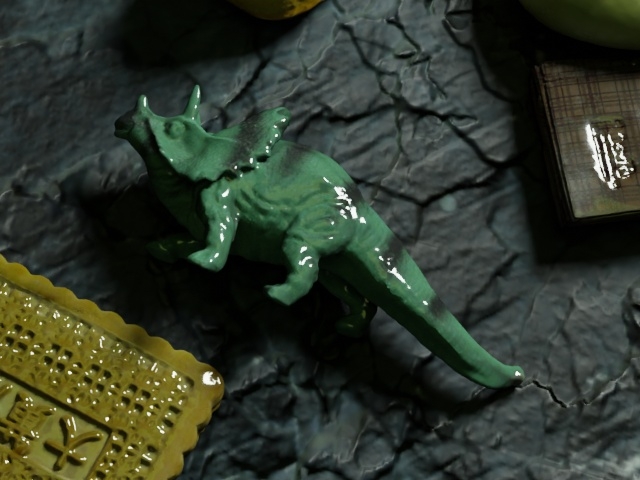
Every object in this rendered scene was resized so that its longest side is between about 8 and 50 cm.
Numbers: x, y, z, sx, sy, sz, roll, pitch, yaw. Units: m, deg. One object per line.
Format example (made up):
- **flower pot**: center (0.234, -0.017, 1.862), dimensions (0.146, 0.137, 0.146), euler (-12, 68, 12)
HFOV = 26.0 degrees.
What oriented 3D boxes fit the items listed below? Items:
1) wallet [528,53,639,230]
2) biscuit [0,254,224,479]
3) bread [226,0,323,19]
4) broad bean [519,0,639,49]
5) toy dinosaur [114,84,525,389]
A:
- **wallet**: center (0.258, -0.072, 0.901), dimensions (0.230, 0.042, 0.124), euler (-5, 67, -5)
- **biscuit**: center (-0.203, 0.094, 0.827), dimensions (0.255, 0.029, 0.172), euler (26, 71, 8)
- **bread**: center (0.018, -0.247, 0.932), dimensions (0.102, 0.094, 0.245), euler (40, 72, 21)
- **broad bean**: center (0.248, -0.224, 0.917), dimensions (0.263, 0.121, 0.189), euler (-21, 68, -8)
- **toy dinosaur**: center (-0.013, 0.012, 0.842), dimensions (0.120, 0.079, 0.292), euler (-42, 80, -14)
